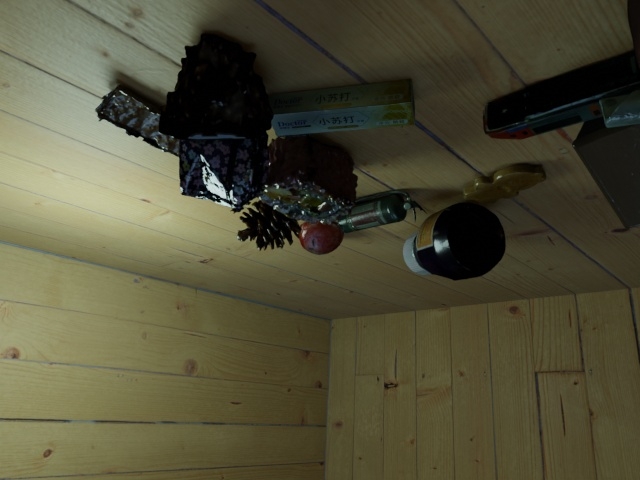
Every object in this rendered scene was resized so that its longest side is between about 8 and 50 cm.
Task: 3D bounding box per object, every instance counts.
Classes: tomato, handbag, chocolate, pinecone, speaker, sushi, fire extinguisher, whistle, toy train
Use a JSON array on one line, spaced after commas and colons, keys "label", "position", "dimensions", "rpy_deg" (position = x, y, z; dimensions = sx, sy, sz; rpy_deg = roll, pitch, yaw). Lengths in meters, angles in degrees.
[{"label": "tomato", "position": [0.000, 0.000, 1.880], "dimensions": [0.173, 0.100, 0.189], "rpy_deg": [7, 160, -4]}, {"label": "handbag", "position": [-0.222, -0.190, 1.172], "dimensions": [0.207, 0.229, 0.127], "rpy_deg": [14, -156, 11]}, {"label": "chocolate", "position": [-0.371, -0.267, 1.209], "dimensions": [0.102, 0.065, 0.329], "rpy_deg": [-30, 148, 26]}, {"label": "chocolate", "position": [-0.203, -0.311, 0.983], "dimensions": [0.224, 0.206, 0.177], "rpy_deg": [-2, 119, -15]}, {"label": "pinecone", "position": [-0.169, -0.054, 1.642], "dimensions": [0.212, 0.169, 0.186], "rpy_deg": [-14, 144, 10]}, {"label": "speaker", "position": [0.659, -0.173, 1.022], "dimensions": [0.231, 0.153, 0.192], "rpy_deg": [50, 145, -14]}, {"label": "sushi", "position": [-0.042, -0.158, 1.309], "dimensions": [0.270, 0.171, 0.236], "rpy_deg": [22, 154, -39]}, {"label": "fire extinguisher", "position": [0.190, -0.093, 1.587], "dimensions": [0.294, 0.118, 0.093], "rpy_deg": [-12, -169, 38]}, {"label": "whistle", "position": [0.646, -0.240, 0.844], "dimensions": [0.311, 0.062, 0.062], "rpy_deg": [-4, 160, 20]}, {"label": "toy train", "position": [0.524, -0.282, 0.972], "dimensions": [0.409, 0.086, 0.089], "rpy_deg": [-13, 157, 39]}]

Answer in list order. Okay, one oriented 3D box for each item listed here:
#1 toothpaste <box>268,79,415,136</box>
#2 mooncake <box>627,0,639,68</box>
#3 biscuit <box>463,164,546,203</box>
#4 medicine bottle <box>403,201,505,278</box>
[{"label": "toothpaste", "position": [0.043, -0.283, 1.083], "dimensions": [0.312, 0.071, 0.089], "rpy_deg": [-1, 157, 15]}, {"label": "mooncake", "position": [0.600, -0.330, 0.691], "dimensions": [0.325, 0.174, 0.334], "rpy_deg": [5, 161, -12]}, {"label": "biscuit", "position": [0.515, -0.161, 1.418], "dimensions": [0.165, 0.036, 0.225], "rpy_deg": [12, 157, -27]}, {"label": "medicine bottle", "position": [0.410, 0.018, 1.677], "dimensions": [0.242, 0.243, 0.395], "rpy_deg": [8, 171, -16]}]
